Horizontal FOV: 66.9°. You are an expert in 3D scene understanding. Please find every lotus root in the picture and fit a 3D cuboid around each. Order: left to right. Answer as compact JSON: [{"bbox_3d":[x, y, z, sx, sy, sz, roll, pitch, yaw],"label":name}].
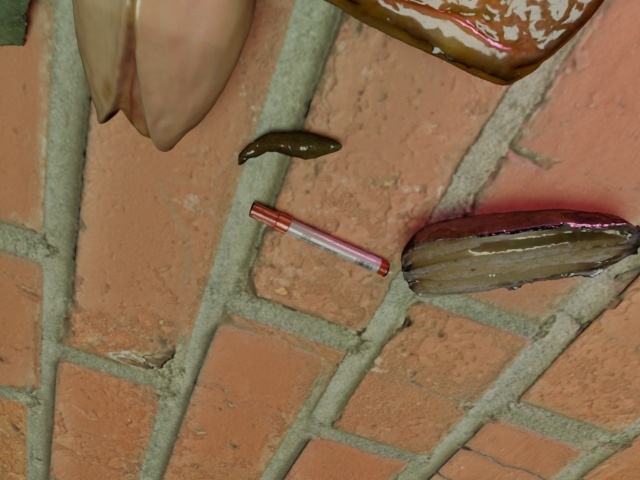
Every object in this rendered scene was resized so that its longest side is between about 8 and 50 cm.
[{"bbox_3d":[0.280,0.002,0.702,0.328,0.078,0.167,-7,146,9],"label":"lotus root"}]

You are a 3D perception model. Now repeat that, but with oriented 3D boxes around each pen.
[{"bbox_3d":[0.000,0.000,0.757,0.238,0.028,0.028,24,124,-10],"label":"pen"}]

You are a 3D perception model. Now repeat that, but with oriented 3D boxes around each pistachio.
[{"bbox_3d":[-0.173,-0.237,0.523,0.187,0.188,0.299,21,128,-7],"label":"pistachio"}]

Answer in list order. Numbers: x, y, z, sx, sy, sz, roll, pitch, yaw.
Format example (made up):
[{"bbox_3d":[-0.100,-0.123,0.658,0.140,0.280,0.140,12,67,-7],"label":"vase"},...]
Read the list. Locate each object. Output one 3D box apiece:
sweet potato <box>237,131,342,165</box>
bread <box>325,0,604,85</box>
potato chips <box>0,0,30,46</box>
[{"bbox_3d":[-0.046,-0.130,0.670,0.153,0.038,0.042,-3,101,11],"label":"sweet potato"},{"bbox_3d":[0.134,-0.349,0.438,0.336,0.148,0.328,21,120,-5],"label":"bread"},{"bbox_3d":[-0.397,-0.335,0.553,0.166,0.059,0.229,8,126,20],"label":"potato chips"}]
